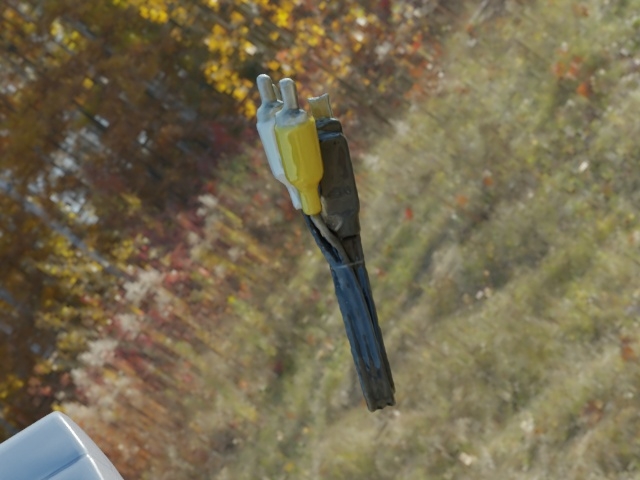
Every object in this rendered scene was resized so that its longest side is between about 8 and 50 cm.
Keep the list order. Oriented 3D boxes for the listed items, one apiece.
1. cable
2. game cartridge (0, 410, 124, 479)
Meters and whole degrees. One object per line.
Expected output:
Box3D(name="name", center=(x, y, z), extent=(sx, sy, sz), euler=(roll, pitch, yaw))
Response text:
Box3D(name="cable", center=(0.000, 0.000, 0.939), extent=(0.072, 0.287, 0.139), euler=(-11, 8, -5))
Box3D(name="game cartridge", center=(-0.175, 0.238, 0.627), extent=(0.198, 0.062, 0.297), euler=(-35, 42, 4))
